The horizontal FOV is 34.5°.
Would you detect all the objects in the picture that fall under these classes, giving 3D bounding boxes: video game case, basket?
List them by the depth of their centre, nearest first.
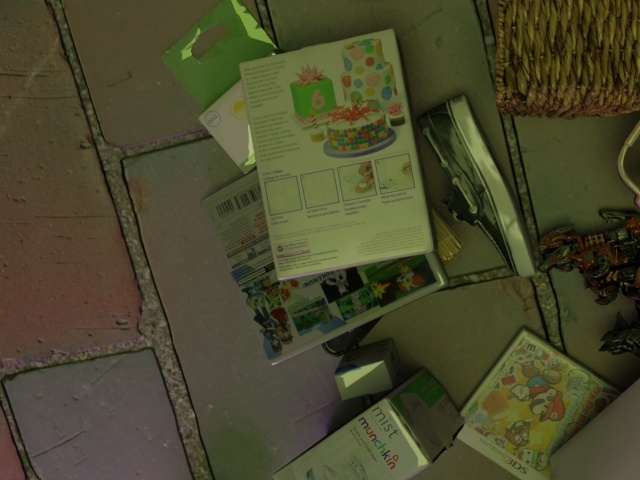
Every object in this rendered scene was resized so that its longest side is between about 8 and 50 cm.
[{"bbox_3d":[0.362,-0.321,1.445,0.223,0.213,0.299,0,90,13],"label":"basket"},{"bbox_3d":[0.000,0.000,1.636,0.329,0.036,0.300,-27,83,21],"label":"video game case"},{"bbox_3d":[0.358,0.287,1.719,0.206,0.026,0.227,33,108,0],"label":"video game case"}]

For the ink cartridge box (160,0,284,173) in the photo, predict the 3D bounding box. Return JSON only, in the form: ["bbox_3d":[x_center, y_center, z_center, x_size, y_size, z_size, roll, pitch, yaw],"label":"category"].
[{"bbox_3d":[-0.129,-0.250,1.645,0.171,0.056,0.235,-38,97,17],"label":"ink cartridge box"}]

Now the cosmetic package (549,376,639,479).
[{"bbox_3d":[0.505,0.332,1.535,0.155,0.197,0.365,17,136,-14],"label":"cosmetic package"}]

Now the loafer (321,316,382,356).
[{"bbox_3d":[0.070,0.104,1.692,0.076,0.078,0.223,36,108,-1],"label":"loafer"}]

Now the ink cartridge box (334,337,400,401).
[{"bbox_3d":[0.078,0.211,1.699,0.088,0.122,0.052,-17,98,14],"label":"ink cartridge box"}]

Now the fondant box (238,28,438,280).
[{"bbox_3d":[0.028,-0.123,1.534,0.238,0.096,0.330,-10,89,12],"label":"fondant box"}]

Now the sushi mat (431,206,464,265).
[{"bbox_3d":[0.074,-0.060,1.631,0.151,0.019,0.316,-43,77,19],"label":"sushi mat"}]

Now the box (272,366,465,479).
[{"bbox_3d":[0.087,0.335,1.647,0.231,0.262,0.127,-38,81,18],"label":"box"}]

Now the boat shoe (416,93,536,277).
[{"bbox_3d":[0.240,-0.071,1.600,0.102,0.108,0.301,-24,97,16],"label":"boat shoe"}]

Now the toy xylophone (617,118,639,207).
[{"bbox_3d":[0.511,-0.191,1.458,0.081,0.236,0.323,32,107,13],"label":"toy xylophone"}]

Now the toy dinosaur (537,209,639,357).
[{"bbox_3d":[0.492,0.061,1.563,0.322,0.164,0.218,2,76,37],"label":"toy dinosaur"}]
